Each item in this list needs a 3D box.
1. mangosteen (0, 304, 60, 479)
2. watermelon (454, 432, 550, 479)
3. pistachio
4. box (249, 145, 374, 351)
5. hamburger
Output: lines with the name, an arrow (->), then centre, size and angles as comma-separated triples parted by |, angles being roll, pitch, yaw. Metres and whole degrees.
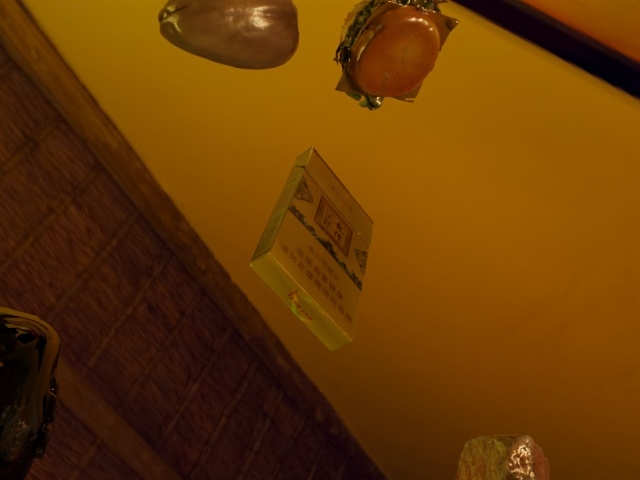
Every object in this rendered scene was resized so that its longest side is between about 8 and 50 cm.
mangosteen -> -0.355, 0.149, 0.599 | 0.243, 0.243, 0.243 | 7, -123, -11
watermelon -> 0.150, 0.265, 0.537 | 0.154, 0.094, 0.241 | -1, -89, -17
pistachio -> -0.099, -0.250, 0.775 | 0.185, 0.126, 0.108 | -6, -98, -48
box -> 0.000, 0.000, 0.888 | 0.153, 0.041, 0.279 | 48, -151, -19
hamburger -> 0.093, -0.275, 0.954 | 0.164, 0.189, 0.093 | 12, -144, -38
